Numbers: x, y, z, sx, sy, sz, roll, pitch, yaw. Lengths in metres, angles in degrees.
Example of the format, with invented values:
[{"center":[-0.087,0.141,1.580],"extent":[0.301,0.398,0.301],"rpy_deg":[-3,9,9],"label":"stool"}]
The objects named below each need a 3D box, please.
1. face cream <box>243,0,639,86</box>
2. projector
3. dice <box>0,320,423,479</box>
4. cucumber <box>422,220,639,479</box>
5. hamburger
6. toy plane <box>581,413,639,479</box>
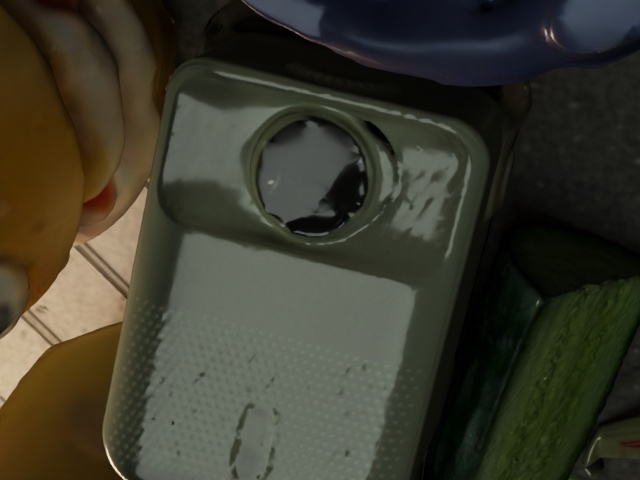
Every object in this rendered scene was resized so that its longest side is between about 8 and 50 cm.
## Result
[{"center":[0.072,-0.213,0.771],"extent":[0.249,0.225,0.249],"rpy_deg":[7,123,11],"label":"face cream"},{"center":[0.000,0.000,0.931],"extent":[0.163,0.177,0.242],"rpy_deg":[15,103,6],"label":"projector"},{"center":[-0.073,0.199,1.083],"extent":[0.233,0.227,0.238],"rpy_deg":[13,126,8],"label":"dice"},{"center":[0.099,0.096,1.051],"extent":[0.063,0.115,0.244],"rpy_deg":[42,130,32],"label":"cucumber"},{"center":[-0.225,-0.062,0.953],"extent":[0.276,0.237,0.276],"rpy_deg":[9,127,13],"label":"hamburger"},{"center":[0.248,0.124,1.005],"extent":[0.242,0.104,0.256],"rpy_deg":[29,122,34],"label":"toy plane"}]
